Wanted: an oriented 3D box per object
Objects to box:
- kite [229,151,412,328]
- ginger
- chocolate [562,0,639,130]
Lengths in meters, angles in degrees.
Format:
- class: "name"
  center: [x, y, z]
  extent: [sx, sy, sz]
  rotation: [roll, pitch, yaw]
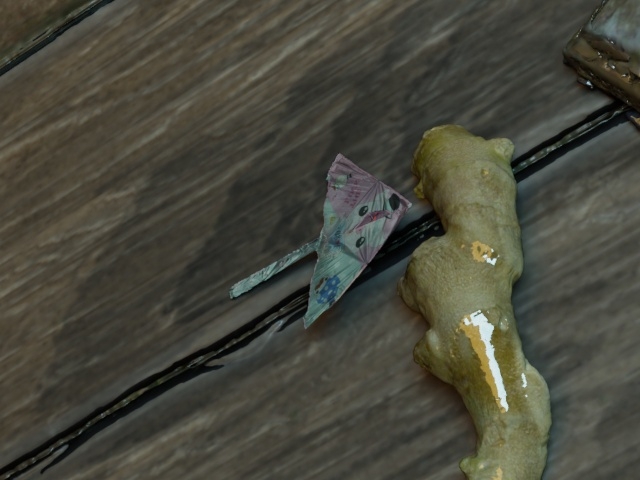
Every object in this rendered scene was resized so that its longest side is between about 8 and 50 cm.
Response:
- class: "kite"
  center: [0.000, 0.000, 1.060]
  extent: [0.152, 0.005, 0.137]
  rotation: [-20, 44, 37]
- class: "ginger"
  center: [0.086, 0.057, 0.983]
  extent: [0.089, 0.075, 0.288]
  rotation: [-10, 65, 19]
- class: "chocolate"
  center: [0.265, -0.212, 0.991]
  extent: [0.102, 0.065, 0.329]
  rotation: [39, 94, 30]
